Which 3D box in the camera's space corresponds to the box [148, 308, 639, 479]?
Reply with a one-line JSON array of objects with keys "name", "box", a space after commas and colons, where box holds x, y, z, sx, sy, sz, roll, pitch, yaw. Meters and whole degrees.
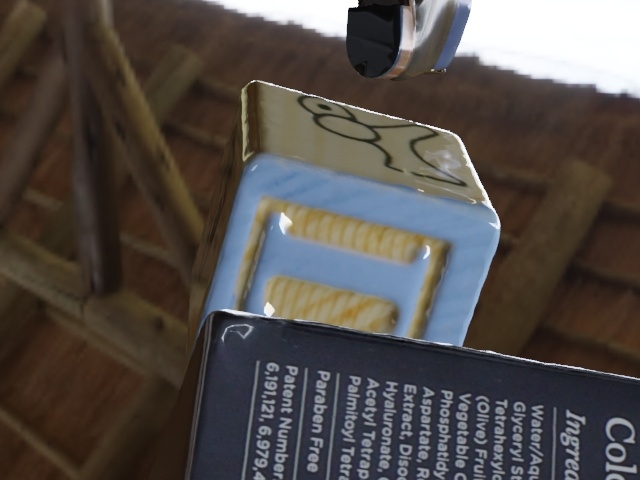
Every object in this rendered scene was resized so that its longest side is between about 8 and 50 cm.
[{"name": "box", "box": [0.077, 0.182, 0.583, 0.313, 0.178, 0.343, 9, 158, -7]}]

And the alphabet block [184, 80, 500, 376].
[{"name": "alphabet block", "box": [0.008, 0.012, 1.065, 0.192, 0.193, 0.197, 16, -160, -8]}]

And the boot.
[{"name": "boot", "box": [0.084, -0.247, 1.238, 0.082, 0.219, 0.106, 15, -172, 36]}]
